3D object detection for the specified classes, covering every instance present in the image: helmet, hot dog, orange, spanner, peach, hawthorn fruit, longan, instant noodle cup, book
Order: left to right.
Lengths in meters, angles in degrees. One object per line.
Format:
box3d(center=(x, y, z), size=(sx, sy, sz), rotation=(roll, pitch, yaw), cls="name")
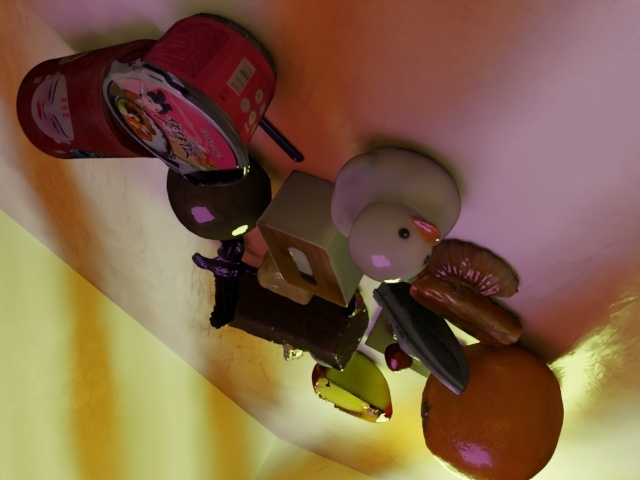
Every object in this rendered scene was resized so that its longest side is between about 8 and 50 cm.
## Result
box3d(center=(-0.182, -0.234, 1.261), size=(0.258, 0.181, 0.302), rotation=(30, 158, 3), cls="instant noodle cup")
box3d(center=(-0.202, -0.095, 1.584), size=(0.198, 0.198, 0.212), rotation=(8, 148, 44), cls="longan")
box3d(center=(-0.098, -0.208, 1.436), size=(0.046, 0.012, 0.208), rotation=(0, 143, 50), cls="spanner")
box3d(center=(0.078, 0.143, 1.910), size=(0.065, 0.049, 0.084), rotation=(55, 140, 28), cls="helmet")
box3d(center=(0.100, 0.416, 2.326), size=(0.267, 0.154, 0.159), rotation=(31, 150, -15), cls="peach")
box3d(center=(0.192, 0.290, 2.000), size=(0.077, 0.077, 0.077), rotation=(26, 158, 12), cls="hawthorn fruit")
box3d(center=(0.228, 0.264, 2.016), size=(0.217, 0.021, 0.310), rotation=(28, 158, 6), cls="book")
box3d(center=(0.288, 0.132, 1.593), size=(0.269, 0.072, 0.109), rotation=(34, 156, -12), cls="hot dog")
box3d(center=(0.356, 0.362, 1.682), size=(0.312, 0.312, 0.312), rotation=(26, 158, 12), cls="orange")

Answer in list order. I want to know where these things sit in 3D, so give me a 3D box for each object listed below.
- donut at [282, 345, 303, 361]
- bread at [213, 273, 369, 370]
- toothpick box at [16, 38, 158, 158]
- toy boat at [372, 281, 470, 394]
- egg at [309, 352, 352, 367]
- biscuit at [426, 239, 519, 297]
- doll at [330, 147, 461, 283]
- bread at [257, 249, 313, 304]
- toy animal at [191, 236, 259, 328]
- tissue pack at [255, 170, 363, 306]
box3d(center=(-0.075, 0.235, 2.182), size=(0.065, 0.166, 0.108), rotation=(-1, 150, -5), cls="donut")
box3d(center=(-0.079, 0.191, 2.066), size=(0.416, 0.165, 0.113), rotation=(16, 148, 34), cls="bread")
box3d(center=(-0.394, -0.249, 1.474), size=(0.333, 0.204, 0.204), rotation=(5, 146, 48), cls="toothpick box")
box3d(center=(0.209, 0.195, 1.607), size=(0.141, 0.092, 0.319), rotation=(23, -159, -32), cls="toy boat")
box3d(center=(0.025, 0.267, 2.134), size=(0.132, 0.132, 0.172), rotation=(41, 171, -24), cls="egg")
box3d(center=(0.269, 0.055, 1.466), size=(0.183, 0.061, 0.118), rotation=(21, 155, 24), cls="biscuit")
box3d(center=(0.109, -0.027, 1.298), size=(0.251, 0.221, 0.221), rotation=(1, 144, 51), cls="doll")
box3d(center=(-0.072, 0.080, 1.926), size=(0.156, 0.086, 0.125), rotation=(27, 148, 1), cls="bread")
box3d(center=(-0.219, 0.056, 2.040), size=(0.160, 0.197, 0.272), rotation=(30, 120, 48), cls="toy animal")
box3d(center=(-0.001, -0.001, 1.591), size=(0.159, 0.136, 0.246), rotation=(21, 156, 24), cls="tissue pack")
